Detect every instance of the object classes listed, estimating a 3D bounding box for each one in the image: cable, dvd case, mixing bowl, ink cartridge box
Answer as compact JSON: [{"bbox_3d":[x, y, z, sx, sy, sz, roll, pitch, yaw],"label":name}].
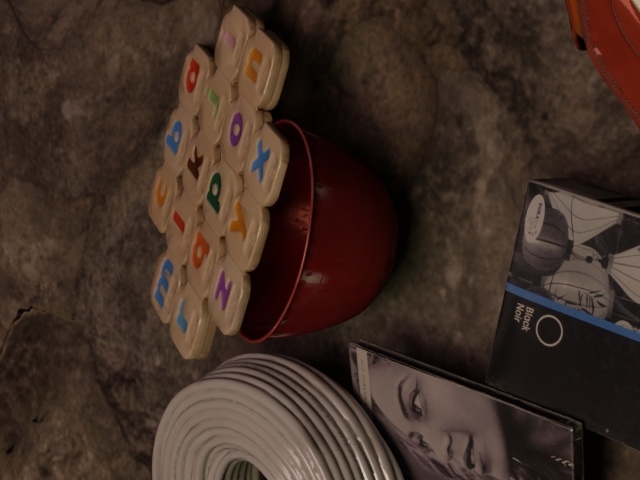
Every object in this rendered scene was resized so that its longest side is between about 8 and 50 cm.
[{"bbox_3d":[-0.035,0.220,1.424,0.257,0.089,0.257,-43,69,48],"label":"cable"},{"bbox_3d":[0.112,0.179,1.326,0.221,0.018,0.165,19,125,42],"label":"dvd case"},{"bbox_3d":[0.000,0.000,1.379,0.181,0.098,0.181,-170,90,-68],"label":"mixing bowl"},{"bbox_3d":[0.273,0.077,1.187,0.332,0.065,0.165,20,105,38],"label":"ink cartridge box"}]

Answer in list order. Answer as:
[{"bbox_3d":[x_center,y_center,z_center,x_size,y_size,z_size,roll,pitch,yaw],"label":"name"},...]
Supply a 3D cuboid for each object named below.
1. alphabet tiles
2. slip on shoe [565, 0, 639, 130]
[{"bbox_3d":[-0.087,-0.049,1.454,0.278,0.021,0.284,-131,53,-60],"label":"alphabet tiles"},{"bbox_3d":[0.209,-0.178,1.196,0.101,0.123,0.331,-41,72,40],"label":"slip on shoe"}]
